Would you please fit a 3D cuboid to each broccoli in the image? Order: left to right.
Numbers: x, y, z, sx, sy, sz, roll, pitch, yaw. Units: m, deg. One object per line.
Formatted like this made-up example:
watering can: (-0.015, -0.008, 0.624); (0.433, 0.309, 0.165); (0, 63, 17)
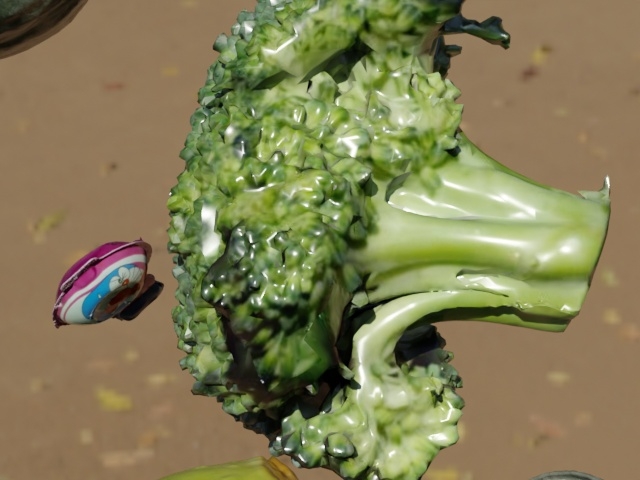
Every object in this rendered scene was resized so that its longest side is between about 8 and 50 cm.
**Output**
broccoli: (0.023, -0.009, 1.383); (0.317, 0.277, 0.338); (43, 75, 13)

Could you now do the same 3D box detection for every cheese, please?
cheese: (-0.159, 0.037, 1.506); (0.095, 0.145, 0.038); (-41, 73, 5)

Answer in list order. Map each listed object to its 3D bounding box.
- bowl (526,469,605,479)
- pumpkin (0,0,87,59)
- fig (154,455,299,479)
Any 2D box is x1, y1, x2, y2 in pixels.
bowl: (0.236, 0.354, 1.542); (0.157, 0.337, 0.337); (11, 23, -28)
pumpkin: (-0.301, -0.255, 1.491); (0.300, 0.207, 0.300); (31, -4, 3)
fig: (-0.114, 0.372, 1.869); (0.343, 0.343, 0.343); (0, 30, 0)
